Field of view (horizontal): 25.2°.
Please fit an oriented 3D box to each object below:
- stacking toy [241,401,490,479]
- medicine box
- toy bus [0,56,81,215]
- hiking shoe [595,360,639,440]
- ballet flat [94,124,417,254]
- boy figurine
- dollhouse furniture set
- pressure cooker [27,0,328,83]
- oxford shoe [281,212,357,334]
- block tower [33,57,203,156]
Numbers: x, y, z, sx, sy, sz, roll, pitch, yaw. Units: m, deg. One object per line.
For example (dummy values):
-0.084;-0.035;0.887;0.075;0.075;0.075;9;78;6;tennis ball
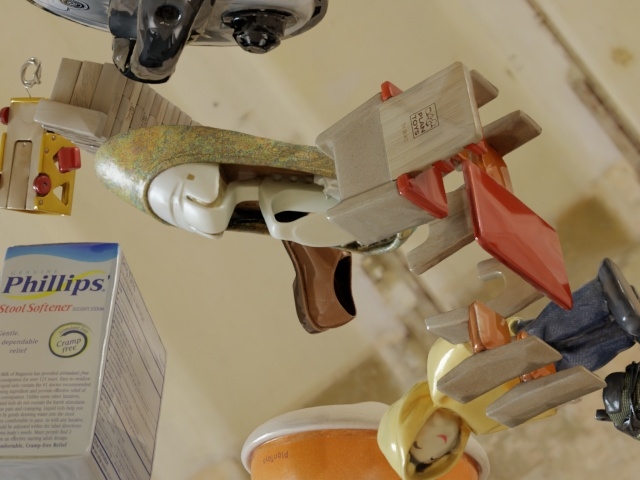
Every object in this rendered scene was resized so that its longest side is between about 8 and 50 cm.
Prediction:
0.049;0.488;1.935;0.351;0.480;0.350;4;-27;2;stacking toy
-0.297;0.191;1.737;0.149;0.289;0.263;-2;-35;7;medicine box
-0.405;-0.129;2.092;0.202;0.191;0.104;-44;-27;20;toy bus
0.306;0.143;1.245;0.114;0.086;0.227;3;-22;0;hiking shoe
-0.067;-0.046;1.464;0.348;0.123;0.123;6;-8;1;ballet flat
0.168;0.123;1.312;0.285;0.092;0.177;-32;-44;14;boy figurine
0.127;-0.023;1.116;0.135;0.262;0.259;-27;-37;27;dollhouse furniture set
-0.145;-0.374;1.470;0.375;0.420;0.370;0;-12;30;pressure cooker
0.000;0.000;1.691;0.076;0.212;0.076;-16;-1;37;oxford shoe
-0.225;-0.132;1.810;0.335;0.091;0.097;32;-108;-66;block tower
